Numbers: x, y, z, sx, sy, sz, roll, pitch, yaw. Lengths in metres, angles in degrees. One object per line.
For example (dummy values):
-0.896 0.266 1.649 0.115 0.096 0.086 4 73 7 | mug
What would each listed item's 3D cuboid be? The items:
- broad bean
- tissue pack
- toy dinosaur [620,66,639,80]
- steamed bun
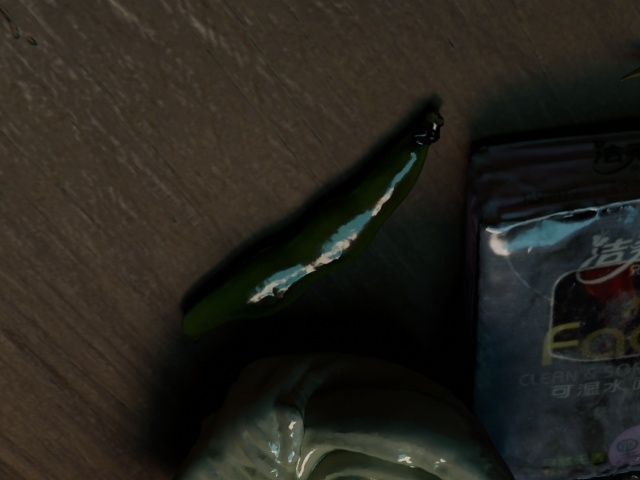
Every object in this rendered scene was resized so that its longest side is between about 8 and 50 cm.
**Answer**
0.001 0.001 1.598 0.297 0.043 0.060 -39 121 20 | broad bean
0.244 0.062 1.682 0.259 0.122 0.361 -7 138 -7 | tissue pack
0.287 -0.132 1.565 0.113 0.026 0.041 -17 130 -14 | toy dinosaur
0.025 0.228 1.701 0.310 0.219 0.324 17 123 6 | steamed bun
